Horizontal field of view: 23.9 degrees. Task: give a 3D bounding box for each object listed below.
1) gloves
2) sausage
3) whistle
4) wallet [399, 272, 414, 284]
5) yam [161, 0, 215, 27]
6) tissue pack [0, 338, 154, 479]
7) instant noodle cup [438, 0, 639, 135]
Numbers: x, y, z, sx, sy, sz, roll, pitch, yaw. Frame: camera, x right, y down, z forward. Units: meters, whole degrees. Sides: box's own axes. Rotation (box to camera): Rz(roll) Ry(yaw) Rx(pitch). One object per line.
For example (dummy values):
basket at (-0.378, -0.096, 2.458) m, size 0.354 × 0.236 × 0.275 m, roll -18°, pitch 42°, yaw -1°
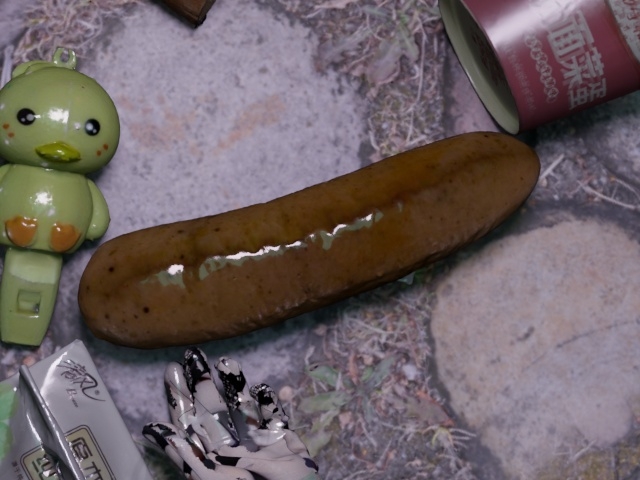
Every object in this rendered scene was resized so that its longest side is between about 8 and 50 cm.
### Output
gloves at (-0.086, 0.204, 1.489) m, size 0.127 × 0.111 × 0.212 m, roll -37°, pitch 57°, yaw -10°
sausage at (0.001, 0.001, 1.525) m, size 0.500 × 0.123 × 0.136 m, roll -18°, pitch 37°, yaw -10°
whistle at (-0.271, -0.047, 1.496) m, size 0.141 × 0.141 × 0.294 m, roll 5°, pitch 78°, yaw -8°
wallet at (0.085, 0.002, 1.603) m, size 0.044 × 0.011 × 0.083 m, roll 14°, pitch 76°, yaw -5°
yam at (-0.160, -0.290, 1.596) m, size 0.127 × 0.084 × 0.084 m, roll 32°, pitch 75°, yaw -4°
tissue pack at (-0.245, 0.230, 1.431) m, size 0.159 × 0.145 × 0.229 m, roll -27°, pitch 83°, yaw -13°
instant noodle cup at (0.242, -0.227, 1.578) m, size 0.178 × 0.235 × 0.235 m, roll -28°, pitch 83°, yaw -4°
